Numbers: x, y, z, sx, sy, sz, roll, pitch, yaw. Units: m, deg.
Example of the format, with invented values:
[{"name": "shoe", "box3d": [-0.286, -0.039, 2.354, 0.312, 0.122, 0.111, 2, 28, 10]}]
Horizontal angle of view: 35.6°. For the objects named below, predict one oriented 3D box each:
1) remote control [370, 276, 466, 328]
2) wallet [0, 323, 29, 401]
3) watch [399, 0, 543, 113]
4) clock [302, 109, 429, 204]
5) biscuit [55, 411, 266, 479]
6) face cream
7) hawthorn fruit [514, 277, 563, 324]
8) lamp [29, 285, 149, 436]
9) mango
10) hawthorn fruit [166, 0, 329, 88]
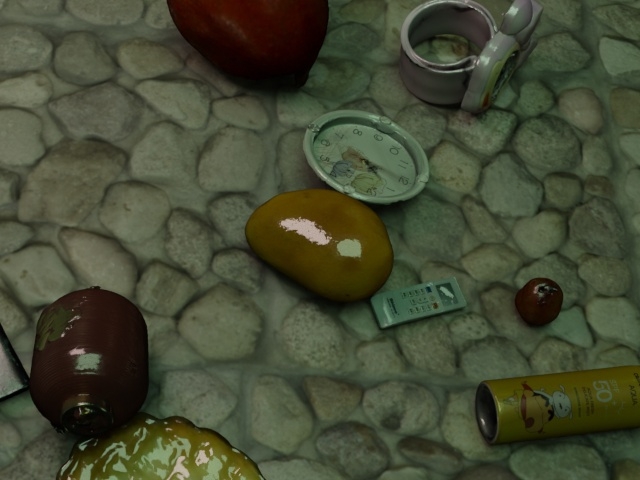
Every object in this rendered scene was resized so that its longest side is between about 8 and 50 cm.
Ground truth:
[{"name": "remote control", "box3d": [0.167, 0.107, 1.705, 0.162, 0.029, 0.061, -11, 66, -21]}, {"name": "wallet", "box3d": [-0.589, 0.132, 1.547, 0.172, 0.045, 0.318, -25, 68, -25]}, {"name": "watch", "box3d": [0.272, -0.379, 1.903, 0.218, 0.211, 0.248, 30, 69, 16]}, {"name": "clock", "box3d": [0.078, -0.141, 1.795, 0.237, 0.053, 0.236, 11, 47, -12]}, {"name": "biscuit", "box3d": [-0.220, 0.407, 1.451, 0.335, 0.078, 0.329, 1, 59, -10]}, {"name": "face cream", "box3d": [0.433, 0.263, 1.625, 0.349, 0.105, 0.105, -4, 63, -12]}, {"name": "hawthorn fruit", "box3d": [0.378, 0.100, 1.708, 0.081, 0.093, 0.081, 4, 63, -7]}, {"name": "lamp", "box3d": [-0.343, 0.184, 1.477, 0.180, 0.180, 0.258, 1, 40, -9]}, {"name": "mango", "box3d": [0.006, -0.003, 1.673, 0.255, 0.139, 0.175, 31, 59, 14]}, {"name": "hawthorn fruit", "box3d": [-0.124, -0.437, 1.801, 0.295, 0.295, 0.311, -36, 70, -25]}]
